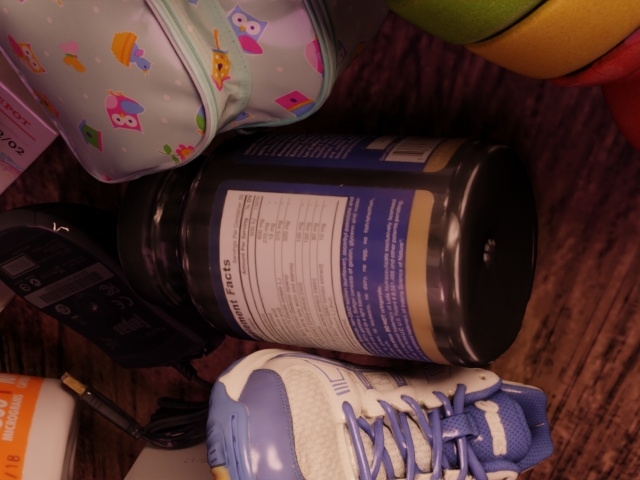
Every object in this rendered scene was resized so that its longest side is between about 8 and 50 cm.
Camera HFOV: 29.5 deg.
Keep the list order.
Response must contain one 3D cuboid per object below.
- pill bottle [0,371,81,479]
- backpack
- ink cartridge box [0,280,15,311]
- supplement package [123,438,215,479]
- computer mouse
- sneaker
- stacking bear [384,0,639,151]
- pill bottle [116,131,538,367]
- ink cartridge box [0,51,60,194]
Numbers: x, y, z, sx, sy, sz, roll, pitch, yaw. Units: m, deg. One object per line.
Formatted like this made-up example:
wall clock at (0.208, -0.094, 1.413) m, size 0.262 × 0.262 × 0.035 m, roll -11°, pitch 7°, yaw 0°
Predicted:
pill bottle at (-0.401, 0.198, 0.960) m, size 0.392 × 0.224 × 0.224 m, roll 8°, pitch 139°, yaw -7°
backpack at (-0.066, -0.122, 0.592) m, size 0.188 × 0.144 × 0.166 m, roll -14°, pitch 117°, yaw 37°
ink cartridge box at (-0.337, -0.001, 0.925) m, size 0.191 × 0.082 × 0.139 m, roll 0°, pitch 130°, yaw 34°
supplement package at (-0.037, 0.305, 0.954) m, size 0.199 × 0.198 × 0.262 m, roll -6°, pitch 127°, yaw 35°
computer mouse at (-0.148, 0.060, 0.890) m, size 0.262 × 0.060 × 0.184 m, roll 38°, pitch 136°, yaw -26°
sneaker at (0.046, 0.106, 0.694) m, size 0.131 × 0.296 × 0.112 m, roll -14°, pitch 82°, yaw 24°
stacking bear at (0.099, -0.129, 0.481) m, size 0.289 × 0.175 × 0.164 m, roll 34°, pitch 148°, yaw -17°
pill bottle at (0.000, 0.000, 0.685) m, size 0.219 × 0.123 × 0.123 m, roll 5°, pitch 133°, yaw 29°
ink cartridge box at (-0.208, -0.096, 0.763) m, size 0.104 × 0.061 × 0.181 m, roll 44°, pitch 138°, yaw -12°
